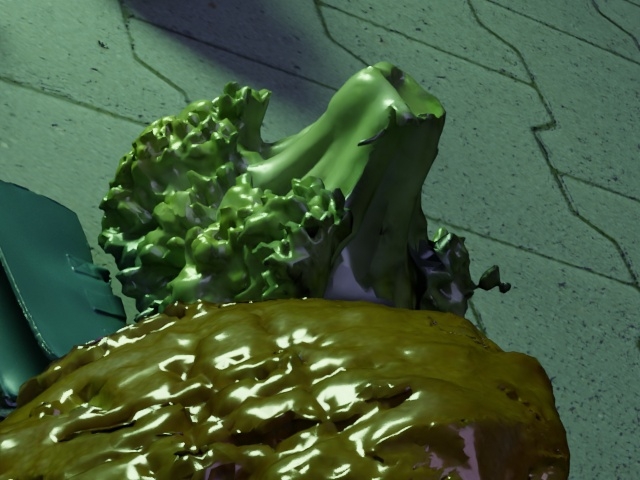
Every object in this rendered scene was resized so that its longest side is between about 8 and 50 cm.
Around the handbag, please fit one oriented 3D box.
[{"bbox_3d":[-0.204,0.046,1.389,0.144,0.057,0.221,22,28,-46],"label":"handbag"}]

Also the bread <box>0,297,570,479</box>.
[{"bbox_3d":[-0.039,0.182,1.080,0.398,0.398,0.215,-74,151,-59],"label":"bread"}]

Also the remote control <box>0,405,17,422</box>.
[{"bbox_3d":[-0.212,0.141,1.241,0.266,0.066,0.090,13,25,-37],"label":"remote control"}]

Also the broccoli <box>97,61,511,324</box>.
[{"bbox_3d":[0.001,-0.004,1.450,0.293,0.281,0.348,19,28,-37],"label":"broccoli"}]
